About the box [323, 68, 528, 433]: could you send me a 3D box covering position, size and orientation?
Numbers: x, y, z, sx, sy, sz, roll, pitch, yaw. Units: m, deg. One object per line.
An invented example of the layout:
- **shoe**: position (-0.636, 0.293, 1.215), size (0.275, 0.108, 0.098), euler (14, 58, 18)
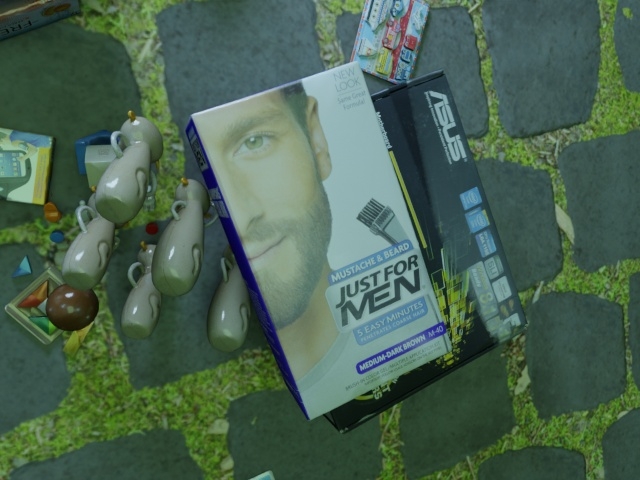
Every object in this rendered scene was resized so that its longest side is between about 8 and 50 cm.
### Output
- **box**: position (0.080, 0.011, 0.721), size (0.319, 0.097, 0.394), euler (-24, 101, -17)

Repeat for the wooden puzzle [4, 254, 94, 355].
- **wooden puzzle**: position (-0.320, 0.078, 0.625), size (0.116, 0.014, 0.078), euler (41, 80, -17)

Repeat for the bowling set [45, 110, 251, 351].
- **bowling set**: position (-0.209, 0.007, 0.587), size (0.200, 0.154, 0.286), euler (-11, 134, 11)

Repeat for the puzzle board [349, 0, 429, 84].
- **puzzle board**: position (0.100, -0.294, 0.754), size (0.097, 0.011, 0.128), euler (15, 88, -21)

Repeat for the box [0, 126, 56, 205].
- **box**: position (-0.375, -0.088, 0.587), size (0.136, 0.028, 0.081), euler (7, 92, -22)

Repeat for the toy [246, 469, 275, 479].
- **toy**: position (-0.091, 0.454, 0.711), size (0.137, 0.056, 0.237), euler (-18, 100, -19)

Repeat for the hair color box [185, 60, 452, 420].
- **hair color box**: position (0.000, 0.000, 0.589), size (0.185, 0.110, 0.338), euler (-23, 99, -14)

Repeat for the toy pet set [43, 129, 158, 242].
- **toy pet set**: position (-0.260, -0.065, 0.626), size (0.122, 0.065, 0.114), euler (-5, 130, -17)

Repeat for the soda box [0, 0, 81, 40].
- **soda box**: position (-0.357, -0.250, 0.562), size (0.183, 0.063, 0.058), euler (-28, 102, -17)
